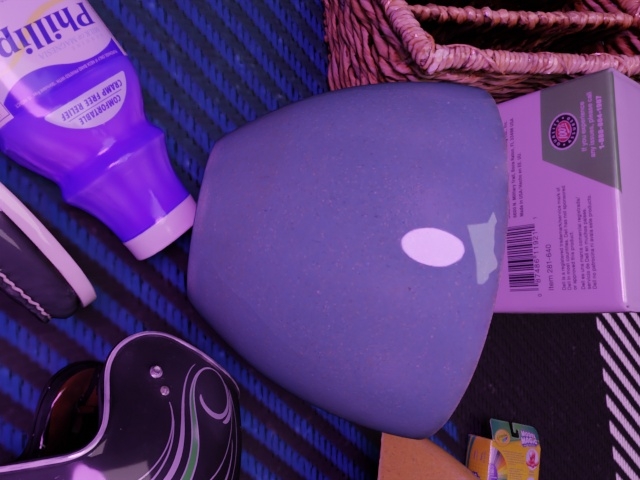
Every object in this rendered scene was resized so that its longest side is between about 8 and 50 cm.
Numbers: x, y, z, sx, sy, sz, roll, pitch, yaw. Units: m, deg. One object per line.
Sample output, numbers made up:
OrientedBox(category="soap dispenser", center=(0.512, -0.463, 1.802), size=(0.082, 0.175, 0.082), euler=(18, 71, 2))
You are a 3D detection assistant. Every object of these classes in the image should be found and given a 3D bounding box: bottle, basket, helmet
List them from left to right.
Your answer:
OrientedBox(category="bottle", center=(-0.200, -0.113, 0.426), size=(0.118, 0.092, 0.283), euler=(-44, 110, -30))
OrientedBox(category="helmet", center=(-0.140, 0.159, 0.392), size=(0.169, 0.169, 0.161), euler=(39, 46, -26))
OrientedBox(category="basket", center=(0.173, -0.241, 0.589), size=(0.299, 0.223, 0.213), euler=(-4, 88, -17))

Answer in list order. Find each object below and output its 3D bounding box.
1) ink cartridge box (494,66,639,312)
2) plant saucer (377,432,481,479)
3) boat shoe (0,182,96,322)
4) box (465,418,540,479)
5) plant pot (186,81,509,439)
OrientedBox(category="ink cartridge box", center=(0.191, -0.025, 0.589), size=(0.117, 0.278, 0.201), euler=(6, 80, -39))
OrientedBox(category="plant saucer", center=(0.156, 0.374, 0.490), size=(0.333, 0.081, 0.333), euler=(45, 42, -33))
OrientedBox(category="boat shoe", center=(-0.295, -0.043, 0.328), size=(0.340, 0.127, 0.113), euler=(46, 61, -20))
OrientedBox(category="box", center=(0.224, 0.318, 0.712), size=(0.105, 0.043, 0.179), euler=(21, 74, -32))
OrientedBox(category="plant pot", center=(0.000, 0.000, 0.474), size=(0.195, 0.290, 0.290), euler=(10, 76, -5))
